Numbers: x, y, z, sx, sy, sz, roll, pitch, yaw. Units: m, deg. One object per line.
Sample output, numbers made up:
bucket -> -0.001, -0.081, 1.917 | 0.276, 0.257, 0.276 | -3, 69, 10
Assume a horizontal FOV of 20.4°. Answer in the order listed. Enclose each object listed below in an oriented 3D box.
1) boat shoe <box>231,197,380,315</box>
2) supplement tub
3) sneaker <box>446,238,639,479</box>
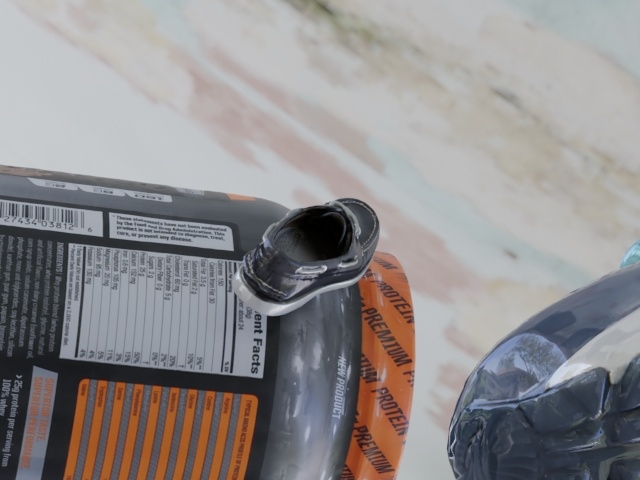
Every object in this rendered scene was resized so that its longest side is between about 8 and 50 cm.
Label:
boat shoe -> 0.000, 0.000, 0.921 | 0.046, 0.125, 0.038 | 44, -56, 15
supplement tub -> -0.131, 0.067, 0.993 | 0.338, 0.207, 0.207 | 8, -12, -14
sneaker -> 0.126, 0.024, 0.494 | 0.122, 0.283, 0.110 | 38, -56, 39
